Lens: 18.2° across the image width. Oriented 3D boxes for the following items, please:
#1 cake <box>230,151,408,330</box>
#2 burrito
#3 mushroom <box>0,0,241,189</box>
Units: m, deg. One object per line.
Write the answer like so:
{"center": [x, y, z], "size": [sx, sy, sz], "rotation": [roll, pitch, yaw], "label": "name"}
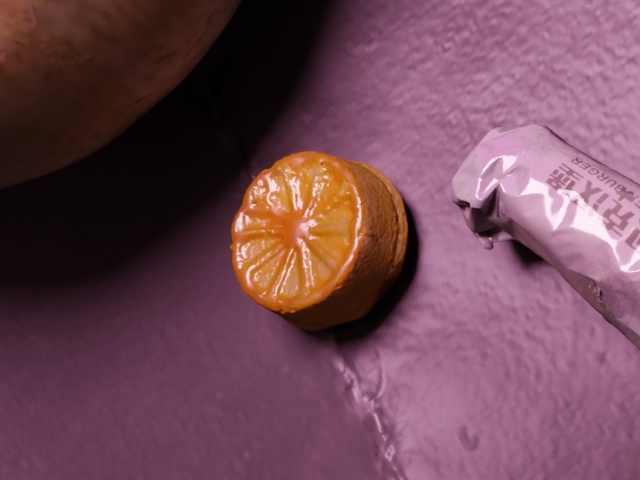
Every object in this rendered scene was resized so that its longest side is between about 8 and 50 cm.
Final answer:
{"center": [0.000, 0.000, 0.928], "size": [0.084, 0.044, 0.084], "rotation": [-10, 71, 31], "label": "cake"}
{"center": [0.135, 0.013, 0.827], "size": [0.203, 0.064, 0.064], "rotation": [36, 99, 33], "label": "burrito"}
{"center": [-0.178, -0.189, 0.964], "size": [0.352, 0.260, 0.352], "rotation": [-6, 76, 26], "label": "mushroom"}
